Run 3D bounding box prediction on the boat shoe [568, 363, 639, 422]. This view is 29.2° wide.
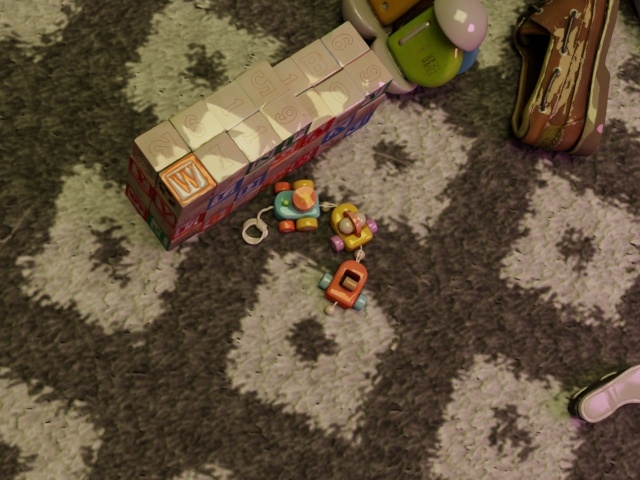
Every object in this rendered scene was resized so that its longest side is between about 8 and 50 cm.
[{"bbox_3d":[0.345,0.174,1.424,0.125,0.038,0.046,-26,99,-17],"label":"boat shoe"}]

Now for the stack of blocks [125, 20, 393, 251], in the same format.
[{"bbox_3d":[-0.066,-0.122,1.359,0.297,0.171,0.087,-34,83,-20],"label":"stack of blocks"}]

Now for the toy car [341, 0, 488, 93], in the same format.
[{"bbox_3d":[0.127,-0.269,1.474,0.136,0.159,0.182,-8,71,-52],"label":"toy car"}]

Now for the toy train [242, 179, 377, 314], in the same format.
[{"bbox_3d":[0.000,0.000,1.401,0.166,0.046,0.125,35,69,0],"label":"toy train"}]

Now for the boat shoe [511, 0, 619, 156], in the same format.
[{"bbox_3d":[0.296,-0.258,1.508,0.104,0.111,0.307,9,71,-10],"label":"boat shoe"}]

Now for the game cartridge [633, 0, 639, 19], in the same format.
[{"bbox_3d":[0.545,-0.247,1.560,0.198,0.062,0.297,-36,82,-5],"label":"game cartridge"}]
